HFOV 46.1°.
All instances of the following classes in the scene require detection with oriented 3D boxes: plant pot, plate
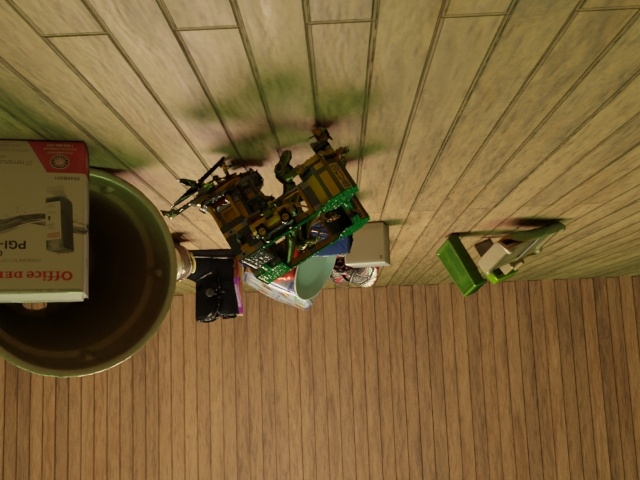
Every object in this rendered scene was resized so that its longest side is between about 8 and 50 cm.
[{"bbox_3d":[-0.460,0.042,1.312,0.333,0.334,0.305,3,-178,-31],"label":"plant pot"},{"bbox_3d":[-0.018,0.063,1.940,0.024,0.188,0.188,22,-176,27],"label":"plate"}]

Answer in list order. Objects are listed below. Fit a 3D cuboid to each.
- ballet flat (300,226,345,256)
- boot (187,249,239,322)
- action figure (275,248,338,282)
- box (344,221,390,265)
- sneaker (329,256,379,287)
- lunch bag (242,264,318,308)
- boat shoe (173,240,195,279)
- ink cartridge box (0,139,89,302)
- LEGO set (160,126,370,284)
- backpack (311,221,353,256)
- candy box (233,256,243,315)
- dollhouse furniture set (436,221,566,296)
[{"bbox_3d":[0.000,0.000,1.823,0.080,0.073,0.232,-10,168,38],"label":"ballet flat"},{"bbox_3d":[-0.360,0.135,2.183,0.246,0.207,0.094,-2,172,3],"label":"boot"},{"bbox_3d":[-0.067,0.025,1.982,0.091,0.139,0.280,-12,-170,37],"label":"action figure"},{"bbox_3d":[0.115,0.012,1.841,0.101,0.102,0.087,-4,173,15],"label":"box"},{"bbox_3d":[0.069,0.079,2.222,0.112,0.121,0.299,7,169,-32],"label":"sneaker"},{"bbox_3d":[-0.122,0.111,2.251,0.243,0.115,0.303,27,167,-3],"label":"lunch bag"},{"bbox_3d":[-0.387,0.058,1.991,0.096,0.117,0.324,-3,177,-26],"label":"boat shoe"},{"bbox_3d":[-0.407,-0.025,1.052,0.158,0.218,0.092,0,171,-14],"label":"ink cartridge box"},{"bbox_3d":[-0.069,-0.078,1.133,0.254,0.192,0.331,-34,168,9],"label":"LEGO set"},{"bbox_3d":[0.021,-0.031,1.549,0.097,0.101,0.120,1,-156,7],"label":"backpack"},{"bbox_3d":[-0.289,0.137,2.284,0.053,0.187,0.109,-8,169,32],"label":"candy box"},{"bbox_3d":[0.470,0.000,1.988,0.197,0.151,0.301,-21,161,-22],"label":"dollhouse furniture set"}]
